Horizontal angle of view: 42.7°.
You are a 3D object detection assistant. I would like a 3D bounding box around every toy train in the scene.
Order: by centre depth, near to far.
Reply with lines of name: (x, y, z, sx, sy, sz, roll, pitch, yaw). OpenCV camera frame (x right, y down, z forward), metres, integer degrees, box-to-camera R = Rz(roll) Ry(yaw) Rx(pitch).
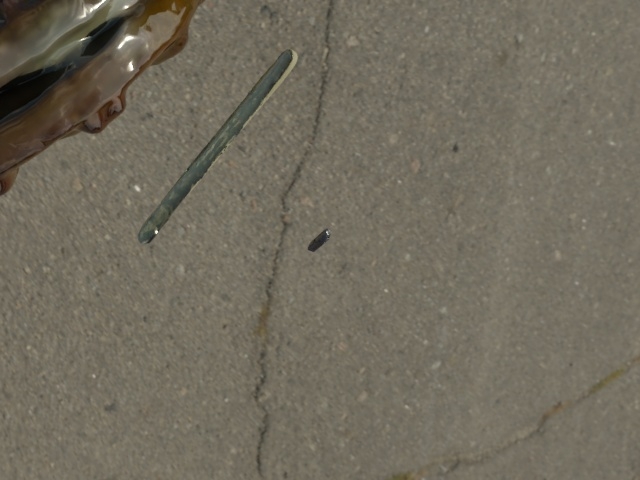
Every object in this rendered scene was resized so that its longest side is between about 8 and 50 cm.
toy train: (0.000, 0.000, 1.416, 0.017, 0.083, 0.017, 30, 63, -10)

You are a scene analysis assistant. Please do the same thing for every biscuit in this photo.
biscuit: (-0.222, -0.144, 0.482, 0.332, 0.332, 0.103, -39, 137, -15)

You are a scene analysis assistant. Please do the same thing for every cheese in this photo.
cheese: (-0.171, -0.154, 1.343, 0.034, 0.085, 0.400, 40, 101, -11)
